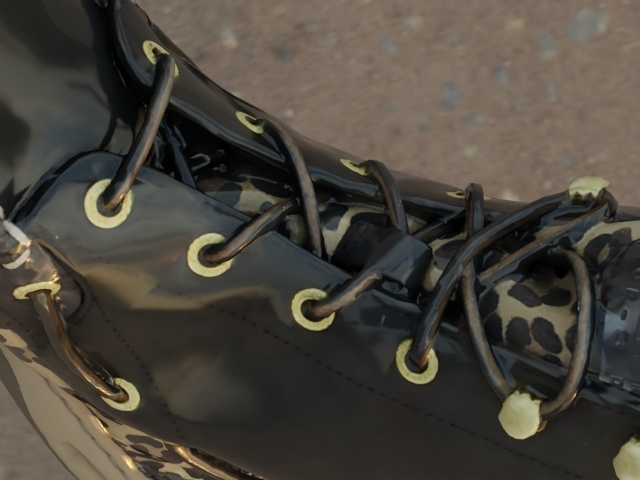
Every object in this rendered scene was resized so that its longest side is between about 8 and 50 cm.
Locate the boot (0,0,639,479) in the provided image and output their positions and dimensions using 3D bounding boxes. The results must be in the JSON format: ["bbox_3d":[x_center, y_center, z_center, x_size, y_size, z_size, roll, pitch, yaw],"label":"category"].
[{"bbox_3d":[0.000,0.000,0.630,0.377,0.284,0.138,67,39,-51],"label":"boot"}]
